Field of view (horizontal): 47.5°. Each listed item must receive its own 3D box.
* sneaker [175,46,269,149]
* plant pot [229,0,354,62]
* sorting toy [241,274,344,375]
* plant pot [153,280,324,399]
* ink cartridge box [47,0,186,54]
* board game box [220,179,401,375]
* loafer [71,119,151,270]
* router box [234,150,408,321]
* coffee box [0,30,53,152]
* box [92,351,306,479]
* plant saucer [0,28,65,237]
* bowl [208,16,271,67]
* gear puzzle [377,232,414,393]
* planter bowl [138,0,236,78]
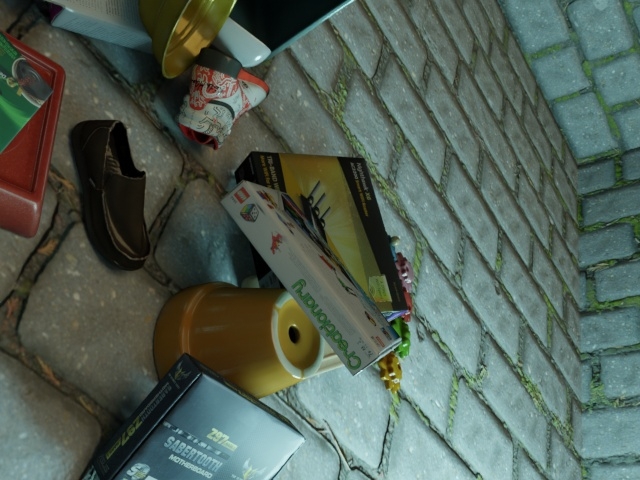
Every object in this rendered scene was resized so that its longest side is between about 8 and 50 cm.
[{"bbox_3d":[-0.169,-0.228,1.241,0.270,0.090,0.145,-13,126,-82],"label":"sneaker"},{"bbox_3d":[-0.095,-0.542,1.345,0.247,0.248,0.252,42,29,-40],"label":"plant pot"},{"bbox_3d":[-0.034,0.143,1.285,0.208,0.038,0.193,-10,85,-37],"label":"sorting toy"},{"bbox_3d":[-0.105,0.150,1.071,0.205,0.188,0.205,29,53,-48],"label":"plant pot"},{"bbox_3d":[-0.339,-0.462,1.082,0.330,0.071,0.324,2,78,-56],"label":"ink cartridge box"},{"bbox_3d":[-0.006,0.050,1.064,0.305,0.053,0.193,52,10,11],"label":"board game box"},{"bbox_3d":[-0.279,-0.066,0.998,0.080,0.078,0.220,-21,95,-58],"label":"loafer"},{"bbox_3d":[0.000,0.000,1.272,0.243,0.081,0.309,-1,66,-33],"label":"router box"},{"bbox_3d":[-0.389,-0.152,0.813,0.113,0.040,0.184,53,38,-30],"label":"coffee box"},{"bbox_3d":[-0.153,0.279,0.970,0.183,0.059,0.232,-50,130,-5],"label":"box"},{"bbox_3d":[-0.416,-0.165,0.861,0.259,0.047,0.258,29,53,-48],"label":"plant saucer"},{"bbox_3d":[-0.163,-0.345,1.253,0.142,0.142,0.053,35,91,-20],"label":"bowl"},{"bbox_3d":[0.140,0.131,1.392,0.175,0.044,0.339,51,34,-38],"label":"gear puzzle"},{"bbox_3d":[-0.202,-0.354,1.067,0.090,0.217,0.217,35,40,-2],"label":"planter bowl"}]
